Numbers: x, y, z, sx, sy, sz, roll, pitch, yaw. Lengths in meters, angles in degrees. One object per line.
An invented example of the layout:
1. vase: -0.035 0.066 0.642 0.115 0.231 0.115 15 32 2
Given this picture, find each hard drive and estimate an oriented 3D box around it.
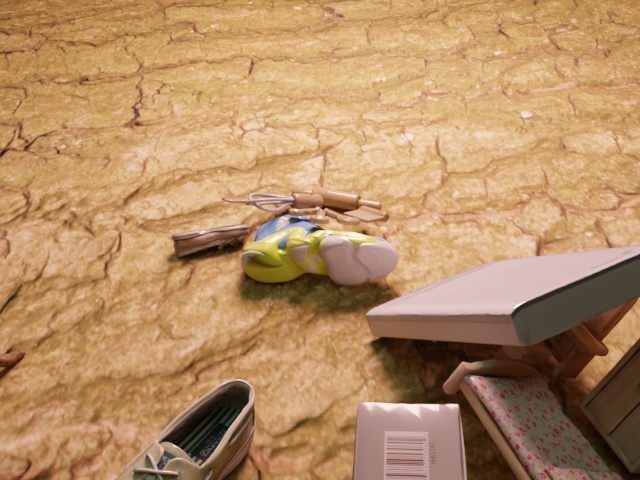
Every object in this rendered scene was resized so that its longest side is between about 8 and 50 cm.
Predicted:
1. hard drive: 0.231 0.068 0.973 0.233 0.047 0.353 -19 2 -21

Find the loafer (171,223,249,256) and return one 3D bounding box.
1. loafer: -0.175 0.000 1.259 0.125 0.039 0.045 -8 6 -13

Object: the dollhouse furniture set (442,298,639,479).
1. dollhouse furniture set: 0.265 0.137 0.824 0.355 0.174 0.303 13 31 -35

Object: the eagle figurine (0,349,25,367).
1. eagle figurine: -0.581 0.124 0.995 0.298 0.226 0.225 17 62 14

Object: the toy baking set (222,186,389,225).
1. toy baking set: -0.019 -0.063 1.269 0.256 0.030 0.197 12 13 22

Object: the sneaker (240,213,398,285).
1. sneaker: 0.000 0.000 1.203 0.240 0.091 0.126 1 38 4

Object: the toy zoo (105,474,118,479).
1. toy zoo: -0.326 0.373 0.793 0.293 0.030 0.192 -16 41 -18

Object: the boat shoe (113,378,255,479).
1. boat shoe: -0.171 0.258 0.846 0.109 0.094 0.302 23 36 16

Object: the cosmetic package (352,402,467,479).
1. cosmetic package: 0.078 0.275 0.739 0.107 0.238 0.127 -1 41 5
